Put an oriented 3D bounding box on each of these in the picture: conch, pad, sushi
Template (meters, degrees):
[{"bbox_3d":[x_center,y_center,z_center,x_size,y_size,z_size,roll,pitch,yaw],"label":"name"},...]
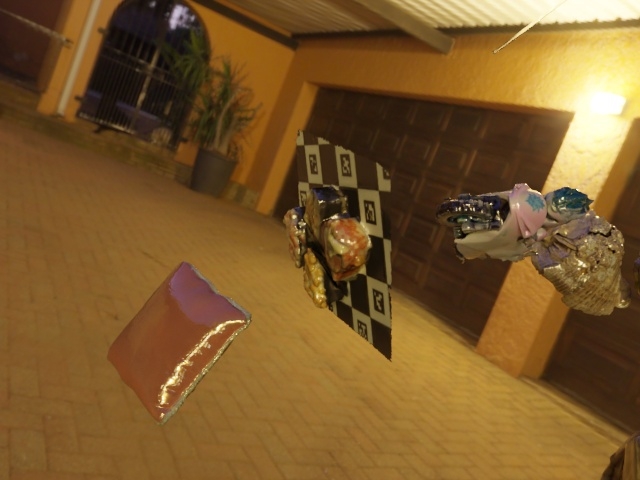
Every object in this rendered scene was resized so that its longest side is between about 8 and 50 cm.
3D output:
[{"bbox_3d":[0.519,0.043,1.153,0.245,0.178,0.163,53,-2,2],"label":"conch"},{"bbox_3d":[0.345,-0.289,0.643,0.323,0.055,0.250,-15,13,20],"label":"pad"},{"bbox_3d":[0.000,0.000,0.566,0.040,0.193,0.210,-10,21,-21],"label":"sushi"}]

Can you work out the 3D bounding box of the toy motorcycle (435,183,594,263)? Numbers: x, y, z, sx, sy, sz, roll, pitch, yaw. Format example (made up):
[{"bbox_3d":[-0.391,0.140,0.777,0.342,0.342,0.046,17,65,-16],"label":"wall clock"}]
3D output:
[{"bbox_3d":[0.284,-0.023,0.840,0.204,0.108,0.239,-11,-3,20],"label":"toy motorcycle"}]

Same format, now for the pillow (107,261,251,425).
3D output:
[{"bbox_3d":[-0.192,0.134,0.791,0.171,0.179,0.075,33,-9,38],"label":"pillow"}]

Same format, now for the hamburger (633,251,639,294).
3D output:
[{"bbox_3d":[0.725,0.068,1.038,0.300,0.300,0.176,28,-18,44],"label":"hamburger"}]

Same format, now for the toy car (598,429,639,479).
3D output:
[{"bbox_3d":[0.254,0.165,0.246,0.256,0.124,0.101,9,36,14],"label":"toy car"}]
